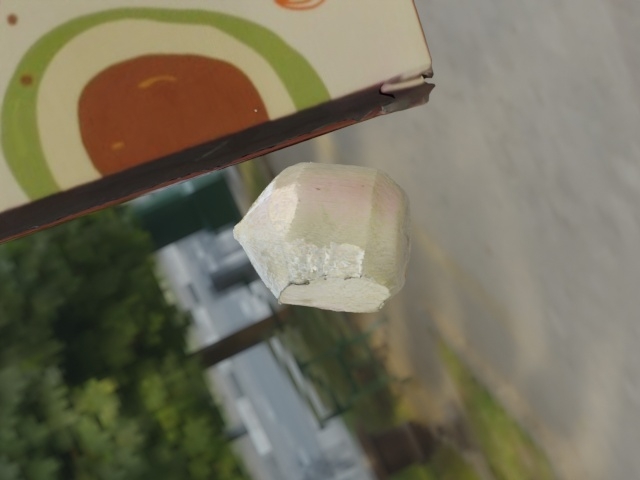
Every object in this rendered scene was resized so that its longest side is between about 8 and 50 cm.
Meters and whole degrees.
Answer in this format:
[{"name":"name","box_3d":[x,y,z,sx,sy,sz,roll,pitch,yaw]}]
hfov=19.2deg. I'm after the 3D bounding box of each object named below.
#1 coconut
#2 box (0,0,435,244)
[{"name":"coconut","box_3d":[0.000,0.000,1.327,0.110,0.124,0.110,1,-90,-80]},{"name":"box","box_3d":[-0.175,-0.183,0.705,0.122,0.344,0.385,-7,102,60]}]
